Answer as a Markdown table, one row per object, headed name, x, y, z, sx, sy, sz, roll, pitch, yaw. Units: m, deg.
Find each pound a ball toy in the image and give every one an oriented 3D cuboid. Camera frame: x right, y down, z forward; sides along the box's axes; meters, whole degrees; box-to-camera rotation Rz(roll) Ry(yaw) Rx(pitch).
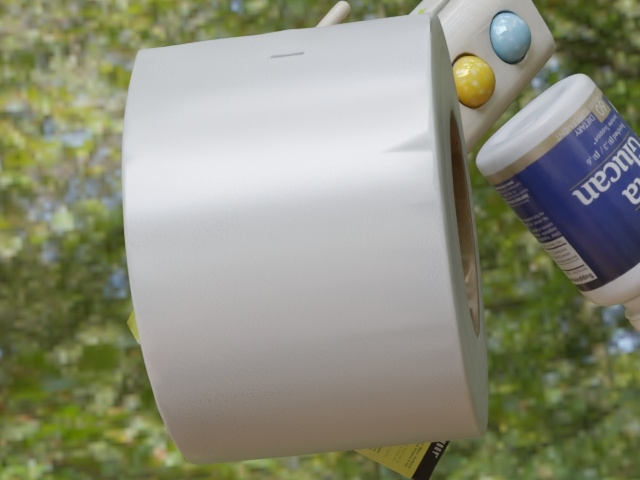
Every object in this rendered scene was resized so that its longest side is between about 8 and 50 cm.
| name | x | y | z | sx | sy | sz | roll | pitch | yaw |
| --- | --- | --- | --- | --- | --- | --- | --- | --- | --- |
| pound a ball toy | 0.092 | -0.174 | 1.834 | 0.135 | 0.208 | 0.319 | -10 | 31 | 50 |

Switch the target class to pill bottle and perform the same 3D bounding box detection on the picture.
| name | x | y | z | sx | sy | sz | roll | pitch | yaw |
| --- | --- | --- | --- | --- | --- | --- | --- | --- | --- |
| pill bottle | 0.188 | -0.017 | 1.164 | 0.094 | 0.169 | 0.094 | -40 | 7 | 6 |

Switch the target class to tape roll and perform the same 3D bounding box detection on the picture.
| name | x | y | z | sx | sy | sz | roll | pitch | yaw |
| --- | --- | --- | --- | --- | --- | --- | --- | --- | --- |
| tape roll | 0.000 | 0.000 | 1.018 | 0.169 | 0.246 | 0.246 | -6 | -18 | 8 |

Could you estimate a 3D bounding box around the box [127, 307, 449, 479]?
| name | x | y | z | sx | sy | sz | roll | pitch | yaw |
| --- | --- | --- | --- | --- | --- | --- | --- | --- | --- |
| box | -0.010 | 0.078 | 1.217 | 0.232 | 0.087 | 0.058 | 27 | 4 | -18 |
